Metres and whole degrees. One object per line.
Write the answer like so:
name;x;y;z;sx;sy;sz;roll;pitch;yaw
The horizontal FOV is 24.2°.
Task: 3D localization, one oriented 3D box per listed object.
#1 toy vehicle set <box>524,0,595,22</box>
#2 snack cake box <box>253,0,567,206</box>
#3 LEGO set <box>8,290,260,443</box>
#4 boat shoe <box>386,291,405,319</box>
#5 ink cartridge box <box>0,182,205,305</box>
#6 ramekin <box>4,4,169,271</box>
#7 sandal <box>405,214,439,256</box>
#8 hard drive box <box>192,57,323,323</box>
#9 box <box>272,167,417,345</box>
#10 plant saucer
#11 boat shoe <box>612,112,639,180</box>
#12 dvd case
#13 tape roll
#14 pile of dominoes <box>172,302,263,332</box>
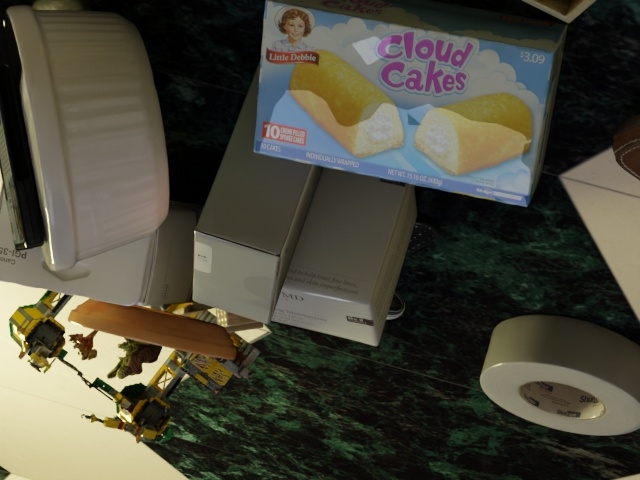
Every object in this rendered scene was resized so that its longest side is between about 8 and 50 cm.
toy vehicle set;0.130;-0.279;1.189;0.267;0.035;0.166;24;154;-12
snack cake box;0.080;-0.139;1.365;0.264;0.089;0.152;12;118;13
LEGO set;-0.247;0.147;2.053;0.331;0.255;0.192;52;168;-33
boat shoe;0.053;0.058;1.917;0.142;0.049;0.040;29;153;-17
ink cartridge box;-0.231;0.005;1.781;0.207;0.117;0.283;10;-178;18
ramekin;-0.240;-0.113;1.532;0.127;0.272;0.273;-11;159;-14
sandal;0.073;0.003;1.811;0.067;0.040;0.179;30;139;-35
hard drive box;-0.052;-0.058;1.532;0.089;0.232;0.181;17;154;2
box;0.000;0.000;1.674;0.181;0.181;0.119;12;155;13
plant saucer;-0.192;0.099;1.733;0.200;0.037;0.200;14;177;1
boat shoe;0.420;-0.023;1.419;0.324;0.116;0.123;24;154;-12
dvd case;-0.329;-0.115;1.571;0.022;0.253;0.180;-10;-178;-15
tape roll;0.323;0.178;1.949;0.219;0.072;0.219;14;155;7
pile of dominoes;-0.076;0.090;1.859;0.196;0.040;0.251;-8;177;-12
